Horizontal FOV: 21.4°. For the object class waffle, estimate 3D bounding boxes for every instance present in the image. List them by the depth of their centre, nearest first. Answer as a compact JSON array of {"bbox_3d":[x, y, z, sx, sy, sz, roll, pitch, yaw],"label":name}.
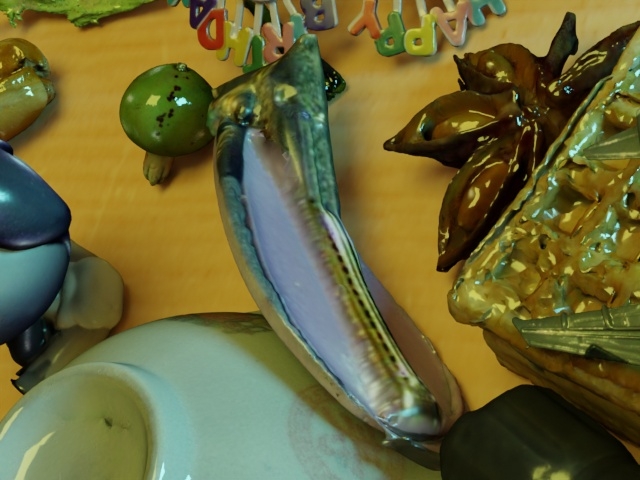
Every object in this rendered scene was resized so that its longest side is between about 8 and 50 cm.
[{"bbox_3d":[0.236,0.022,0.874,0.308,0.091,0.213,30,82,44],"label":"waffle"}]

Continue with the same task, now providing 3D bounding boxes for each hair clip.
[{"bbox_3d":[-0.002,-0.001,1.044,0.095,0.110,0.359,-23,47,6],"label":"hair clip"}]

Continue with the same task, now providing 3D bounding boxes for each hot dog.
[{"bbox_3d":[-0.317,-0.091,1.379,0.235,0.062,0.092,-21,52,22],"label":"hot dog"}]

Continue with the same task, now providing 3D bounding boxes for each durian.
[{"bbox_3d":[-0.211,-0.226,1.382,0.215,0.086,0.100,2,77,35],"label":"durian"}]

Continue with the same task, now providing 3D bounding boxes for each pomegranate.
[{"bbox_3d":[-0.106,-0.086,1.224,0.073,0.085,0.073,-4,45,4],"label":"pomegranate"}]

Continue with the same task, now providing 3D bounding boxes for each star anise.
[{"bbox_3d":[0.113,-0.079,1.057,0.157,0.053,0.212,27,82,43],"label":"star anise"}]

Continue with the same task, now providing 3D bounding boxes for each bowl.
[{"bbox_3d":[-0.103,0.166,0.989,0.345,0.157,0.346,-19,53,27],"label":"bowl"}]

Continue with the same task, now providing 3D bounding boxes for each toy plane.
[{"bbox_3d":[0.185,0.021,0.811,0.226,0.058,0.226,-37,43,34],"label":"toy plane"}]

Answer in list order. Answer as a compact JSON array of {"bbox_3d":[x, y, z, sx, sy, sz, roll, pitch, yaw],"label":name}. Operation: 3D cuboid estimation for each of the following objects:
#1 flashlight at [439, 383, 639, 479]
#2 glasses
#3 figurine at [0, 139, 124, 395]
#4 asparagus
[{"bbox_3d":[0.205,0.195,0.780,0.103,0.103,0.424,-50,44,-1],"label":"flashlight"},{"bbox_3d":[0.014,-0.194,1.198,0.255,0.095,0.162,-1,79,25],"label":"glasses"},{"bbox_3d":[-0.215,0.011,1.131,0.145,0.222,0.145,-14,57,23],"label":"figurine"},{"bbox_3d":[-0.044,-0.168,1.256,0.022,0.023,0.233,-11,39,-26],"label":"asparagus"}]
